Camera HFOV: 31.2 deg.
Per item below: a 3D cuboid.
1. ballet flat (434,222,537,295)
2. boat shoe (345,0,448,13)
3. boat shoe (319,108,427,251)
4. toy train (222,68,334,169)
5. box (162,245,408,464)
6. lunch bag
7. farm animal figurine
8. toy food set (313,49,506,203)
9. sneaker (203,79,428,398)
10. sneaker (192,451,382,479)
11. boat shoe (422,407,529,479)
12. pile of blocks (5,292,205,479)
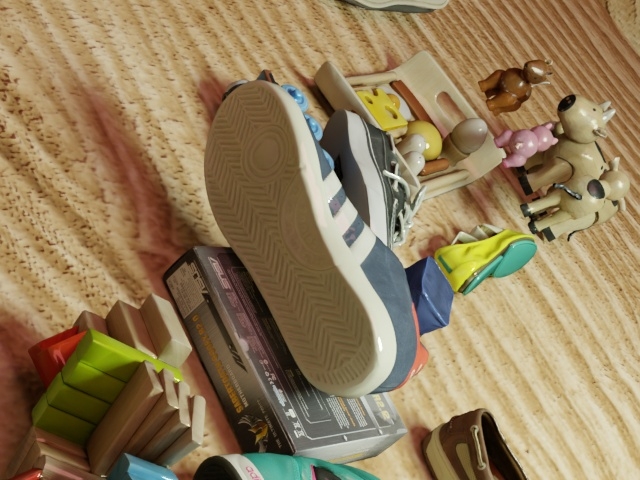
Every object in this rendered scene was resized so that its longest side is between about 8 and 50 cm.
[{"bbox_3d":[0.224,0.014,1.568,0.077,0.077,0.231,43,30,18],"label":"ballet flat"},{"bbox_3d":[0.084,-0.426,1.885,0.335,0.095,0.112,-1,92,-48],"label":"boat shoe"},{"bbox_3d":[0.065,-0.042,1.385,0.105,0.113,0.306,18,31,-19],"label":"boat shoe"},{"bbox_3d":[-0.055,-0.122,1.358,0.105,0.080,0.184,8,49,-40],"label":"toy train"},{"bbox_3d":[-0.033,0.113,1.138,0.183,0.056,0.231,2,53,-52],"label":"box"},{"bbox_3d":[0.113,0.073,1.363,0.067,0.065,0.098,56,26,-18],"label":"lunch bag"},{"bbox_3d":[0.380,-0.120,1.730,0.327,0.172,0.330,50,23,-49],"label":"farm animal figurine"},{"bbox_3d":[0.138,-0.177,1.649,0.219,0.092,0.306,55,30,10],"label":"toy food set"},{"bbox_3d":[0.000,0.000,1.147,0.148,0.131,0.350,13,49,-54],"label":"sneaker"},{"bbox_3d":[0.024,0.301,0.945,0.178,0.124,0.295,-2,55,-41],"label":"sneaker"},{"bbox_3d":[0.206,0.294,1.200,0.095,0.095,0.257,-10,64,-56],"label":"boat shoe"},{"bbox_3d":[-0.171,0.167,0.812,0.113,0.149,0.362,29,36,-29],"label":"pile of blocks"}]
